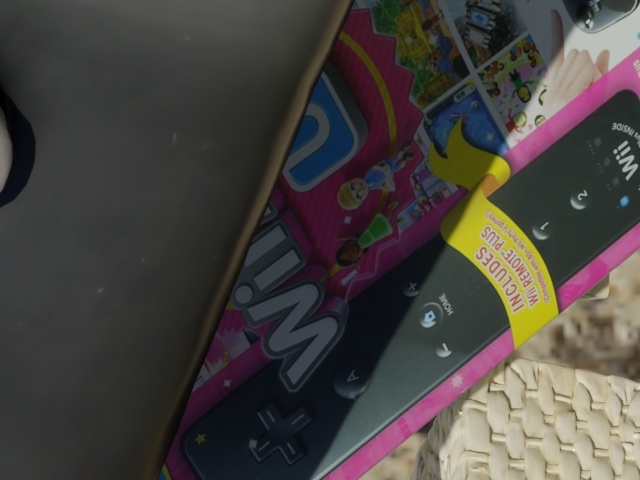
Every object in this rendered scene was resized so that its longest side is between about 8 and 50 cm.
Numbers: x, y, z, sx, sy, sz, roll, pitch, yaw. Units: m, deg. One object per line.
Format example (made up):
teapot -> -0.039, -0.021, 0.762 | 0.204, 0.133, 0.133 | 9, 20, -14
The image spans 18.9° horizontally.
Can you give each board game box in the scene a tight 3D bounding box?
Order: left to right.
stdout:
board game box -> -0.005, -0.042, 0.697 | 0.097, 0.303, 0.224 | 31, 155, 58

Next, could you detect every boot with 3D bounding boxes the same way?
boot -> -0.064, 0.079, 0.535 | 0.367, 0.146, 0.445 | 11, 113, -15

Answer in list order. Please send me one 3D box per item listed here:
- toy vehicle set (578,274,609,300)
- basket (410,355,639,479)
toy vehicle set -> 0.000, 0.000, 0.992 | 0.266, 0.035, 0.166 | 11, 168, -39
basket -> 0.103, 0.144, 0.933 | 0.113, 0.167, 0.103 | 11, 127, -3
